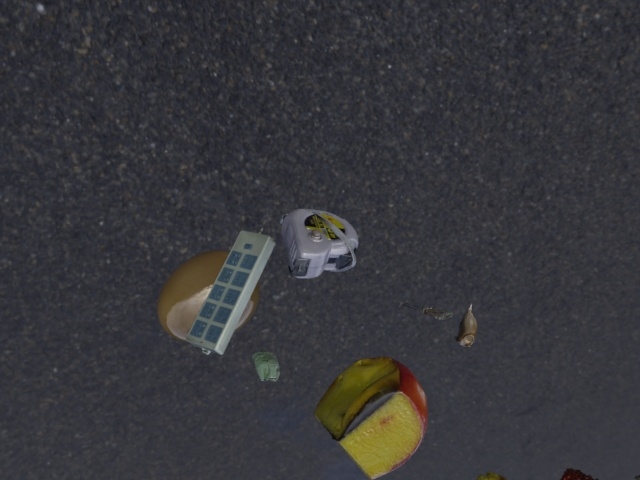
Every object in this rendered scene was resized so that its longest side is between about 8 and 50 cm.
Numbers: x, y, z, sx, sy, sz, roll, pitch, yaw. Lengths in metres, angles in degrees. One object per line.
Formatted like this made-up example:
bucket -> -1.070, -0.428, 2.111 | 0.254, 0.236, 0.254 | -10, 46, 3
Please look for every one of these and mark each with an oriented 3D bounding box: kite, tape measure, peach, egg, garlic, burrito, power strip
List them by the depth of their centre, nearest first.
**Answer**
tape measure -> 0.000, 0.000, 1.405 | 0.197, 0.236, 0.120 | 4, 126, -19
power strip -> -0.229, 0.122, 1.427 | 0.106, 0.367, 0.043 | 11, 154, 29
burrito -> -0.137, 0.335, 1.435 | 0.074, 0.118, 0.044 | 14, 101, -21
peach -> 0.167, 0.502, 1.565 | 0.306, 0.242, 0.380 | -50, -174, -16
garlic -> 0.509, 0.303, 1.858 | 0.066, 0.152, 0.084 | 25, 138, -4
egg -> -0.382, 0.197, 1.884 | 0.374, 0.301, 0.301 | -41, 149, -31
kite -> 0.432, 0.288, 2.252 | 0.127, 0.229, 0.016 | -11, 109, -58

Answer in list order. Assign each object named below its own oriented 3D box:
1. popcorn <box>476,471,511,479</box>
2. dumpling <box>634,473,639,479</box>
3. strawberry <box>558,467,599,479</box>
popcorn -> 0.463, 0.664, 1.423 | 0.116, 0.120, 0.106 | -27, 151, -14
dumpling -> 0.591, 0.412, 0.953 | 0.077, 0.043, 0.059 | -8, 167, 35
strawberry -> 0.642, 0.632, 1.203 | 0.106, 0.286, 0.188 | -32, 114, -18
